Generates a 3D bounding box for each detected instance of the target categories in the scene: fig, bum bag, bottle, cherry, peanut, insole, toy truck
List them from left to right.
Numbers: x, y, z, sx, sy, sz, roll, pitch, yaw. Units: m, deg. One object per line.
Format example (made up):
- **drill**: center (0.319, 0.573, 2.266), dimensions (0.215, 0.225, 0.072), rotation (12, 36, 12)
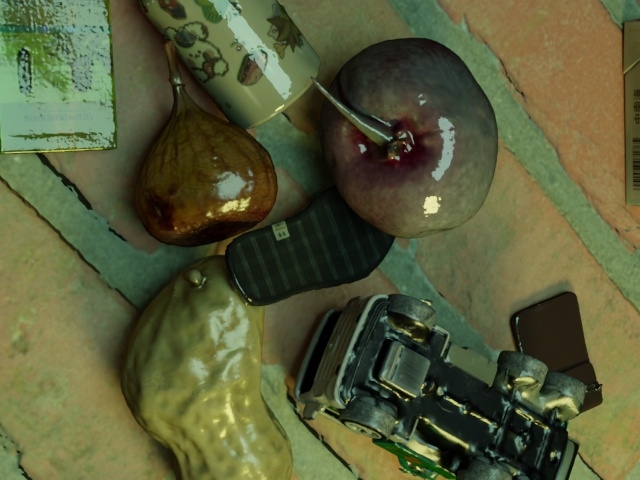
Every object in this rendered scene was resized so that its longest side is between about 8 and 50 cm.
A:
- **fig**: center (-0.134, -0.095, 1.220), dimensions (0.146, 0.134, 0.201), rotation (-25, 86, 3)
- **peanut**: center (-0.118, 0.161, 1.233), dimensions (0.159, 0.143, 0.291), rotation (-8, 105, 6)
- **bottle**: center (-0.115, -0.241, 1.215), dimensions (0.120, 0.120, 0.253), rotation (-47, 113, -18)
- **insole**: center (0.000, 0.000, 1.273), dimensions (0.309, 0.012, 0.110), rotation (-19, 88, -53)
- **cherry**: center (0.099, -0.110, 1.293), dimensions (0.266, 0.183, 0.213), rotation (-17, 98, -54)
- **toy truck**: center (0.142, 0.197, 1.349), dimensions (0.363, 0.178, 0.176), rotation (32, 69, -26)
- **bum bag**: center (0.300, 0.152, 1.520), dimensions (0.109, 0.026, 0.159), rotation (-20, 102, -25)

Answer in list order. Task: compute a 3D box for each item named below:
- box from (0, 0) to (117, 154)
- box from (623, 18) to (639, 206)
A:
- **box**: center (-0.265, -0.183, 1.186), dimensions (0.121, 0.030, 0.193), rotation (-5, 96, -28)
- **box**: center (0.475, -0.168, 1.572), dimensions (0.155, 0.067, 0.243), rotation (-4, 95, -30)
